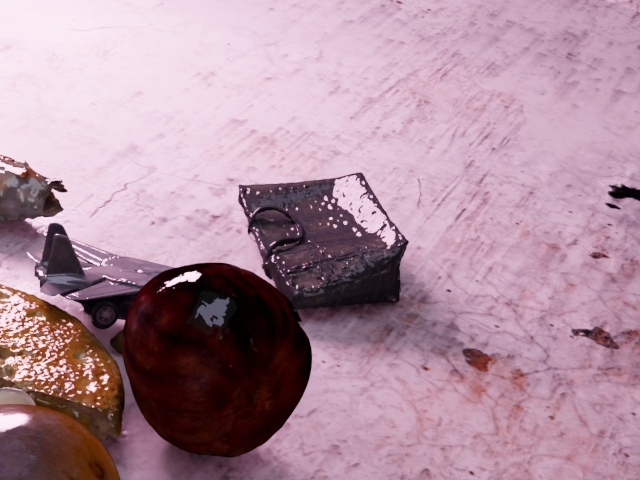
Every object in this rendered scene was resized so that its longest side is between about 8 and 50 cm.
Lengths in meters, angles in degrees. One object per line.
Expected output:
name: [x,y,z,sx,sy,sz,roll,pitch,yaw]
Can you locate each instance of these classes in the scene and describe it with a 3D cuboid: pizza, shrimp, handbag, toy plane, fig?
pizza: [-0.311,0.129,1.664,0.197,0.058,0.292,-10,36,-41]
shrimp: [-0.458,-0.048,1.906,0.185,0.068,0.287,30,34,31]
handbag: [0.000,0.000,2.018,0.175,0.089,0.270,-5,33,-17]
toy plane: [-0.191,0.057,1.821,0.267,0.088,0.212,15,14,-22]
fig: [-0.124,0.092,1.652,0.186,0.204,0.249,-36,47,-2]

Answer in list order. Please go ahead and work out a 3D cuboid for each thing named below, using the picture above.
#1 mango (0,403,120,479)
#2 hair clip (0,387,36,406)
mango: [-0.279,0.273,1.274,0.221,0.199,0.384,15,30,3]
hair clip: [-0.352,0.202,1.508,0.218,0.071,0.159,-22,51,-39]
